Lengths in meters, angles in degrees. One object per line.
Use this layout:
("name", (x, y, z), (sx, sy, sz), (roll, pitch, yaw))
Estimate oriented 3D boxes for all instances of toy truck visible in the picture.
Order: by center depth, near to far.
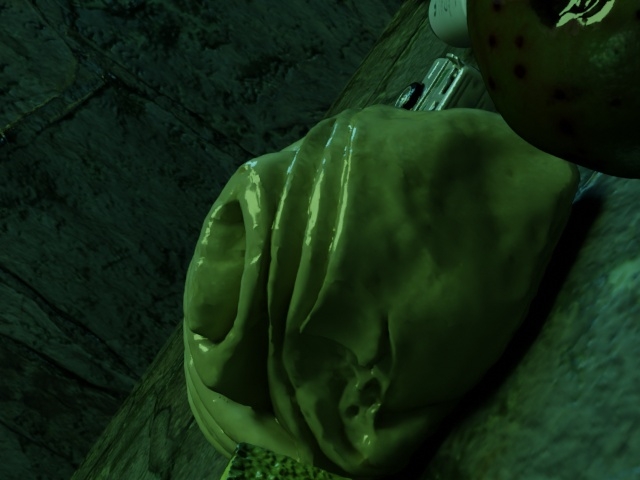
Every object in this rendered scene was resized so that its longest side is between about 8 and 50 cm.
("toy truck", (0.085, -0.043, 1.142), (0.242, 0.101, 0.125), (-58, 12, 0))

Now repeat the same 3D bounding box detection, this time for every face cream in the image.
("face cream", (0.185, -0.281, 1.574), (0.092, 0.092, 0.311), (-55, 6, 1))

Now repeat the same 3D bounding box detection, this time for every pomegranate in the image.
("pomegranate", (0.179, -0.136, 0.716), (0.179, 0.179, 0.210), (-48, -1, 41))

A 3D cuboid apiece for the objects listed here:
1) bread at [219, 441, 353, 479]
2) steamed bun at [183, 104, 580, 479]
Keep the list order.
("bread", (-0.021, 0.189, 0.744), (0.111, 0.114, 0.129), (-60, 3, 11))
("steamed bun", (0.010, 0.025, 0.901), (0.276, 0.203, 0.289), (-59, 8, -27))
